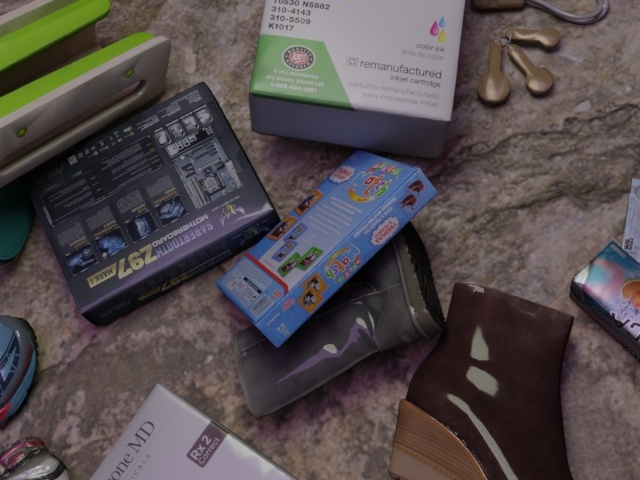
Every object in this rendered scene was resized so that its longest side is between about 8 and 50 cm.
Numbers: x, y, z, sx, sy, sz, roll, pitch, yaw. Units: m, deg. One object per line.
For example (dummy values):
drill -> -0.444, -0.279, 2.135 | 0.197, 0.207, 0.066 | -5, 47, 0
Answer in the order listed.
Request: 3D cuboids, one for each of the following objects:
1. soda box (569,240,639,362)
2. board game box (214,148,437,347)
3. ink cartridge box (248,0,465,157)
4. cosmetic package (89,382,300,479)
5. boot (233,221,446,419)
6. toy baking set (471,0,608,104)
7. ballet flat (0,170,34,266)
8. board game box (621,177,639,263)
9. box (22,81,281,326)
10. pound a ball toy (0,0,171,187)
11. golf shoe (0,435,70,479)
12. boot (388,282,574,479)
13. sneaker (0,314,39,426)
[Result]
soda box -> 0.320, 0.087, 0.950 | 0.058, 0.063, 0.183 | -43, 68, -6
board game box -> 0.000, 0.000, 1.007 | 0.211, 0.160, 0.039 | -44, 112, -6
ink cartridge box -> 0.046, -0.244, 1.053 | 0.201, 0.117, 0.278 | 8, 75, 1
cosmetic package -> -0.101, 0.254, 0.924 | 0.183, 0.151, 0.151 | 30, 77, 20
boot -> 0.011, 0.067, 1.019 | 0.208, 0.076, 0.190 | -29, 38, 19
toy baking set -> 0.203, -0.257, 1.124 | 0.196, 0.030, 0.256 | 33, 81, 16
ballet flat -> -0.369, -0.083, 1.152 | 0.086, 0.086, 0.249 | -1, 68, 11
board game box -> 0.348, -0.012, 1.005 | 0.090, 0.020, 0.090 | 10, 72, 15
box -> -0.183, -0.041, 1.101 | 0.232, 0.059, 0.183 | -29, 67, -1
pound a ball toy -> -0.319, -0.192, 1.104 | 0.208, 0.136, 0.319 | 40, 51, 13
golf shoe -> -0.327, 0.286, 1.003 | 0.086, 0.067, 0.186 | 41, 82, 20
boot -> 0.198, 0.162, 0.931 | 0.248, 0.090, 0.207 | 20, 77, 21
sneaker -> -0.408, 0.166, 1.032 | 0.261, 0.125, 0.104 | -38, 68, -4
